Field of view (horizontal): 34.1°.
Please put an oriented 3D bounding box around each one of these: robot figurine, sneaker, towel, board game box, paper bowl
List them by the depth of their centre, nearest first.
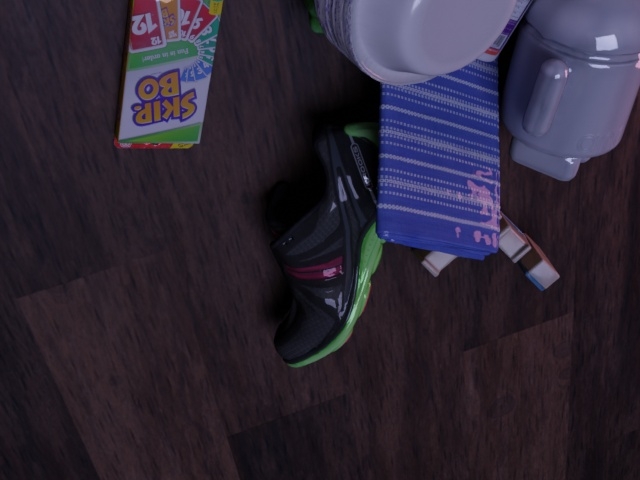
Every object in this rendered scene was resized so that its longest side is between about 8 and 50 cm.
[{"bbox_3d":[0.146,-0.330,1.357,0.284,0.148,0.284,-25,140,-23],"label":"paper bowl"},{"bbox_3d":[-0.218,-0.234,1.475,0.124,0.039,0.259,-2,131,-22],"label":"board game box"},{"bbox_3d":[0.176,-0.148,1.564,0.243,0.335,0.040,9,167,-37],"label":"towel"},{"bbox_3d":[0.394,-0.269,1.606,0.300,0.200,0.353,-46,153,-46],"label":"robot figurine"},{"bbox_3d":[0.000,0.000,1.702,0.202,0.185,0.482,15,122,-7],"label":"sneaker"}]

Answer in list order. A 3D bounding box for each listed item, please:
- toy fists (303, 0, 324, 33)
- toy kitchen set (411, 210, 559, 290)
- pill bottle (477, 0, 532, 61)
[{"bbox_3d":[0.054,-0.409,1.412,0.142,0.096,0.279,-4,128,-34],"label":"toy fists"},{"bbox_3d":[0.292,0.029,1.891,0.166,0.122,0.207,-42,112,13],"label":"toy kitchen set"},{"bbox_3d":[0.259,-0.369,1.525,0.108,0.108,0.193,13,120,-32],"label":"pill bottle"}]
